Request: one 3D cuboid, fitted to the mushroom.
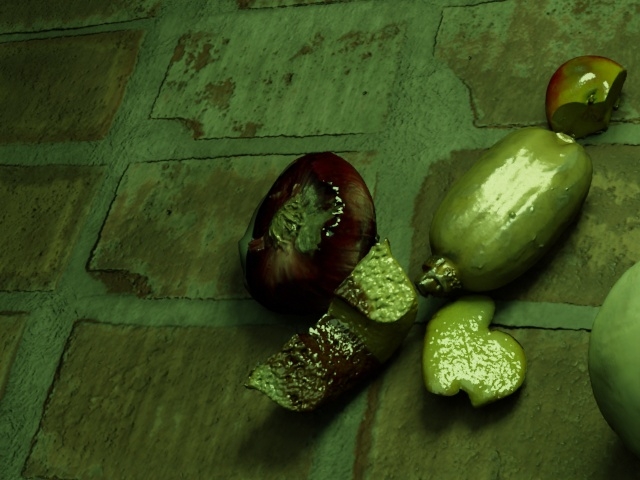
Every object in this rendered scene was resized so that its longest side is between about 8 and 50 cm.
[{"bbox_3d":[0.509,0.128,1.358,0.356,0.315,0.315,-42,51,-10],"label":"mushroom"}]

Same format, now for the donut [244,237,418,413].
[{"bbox_3d":[0.040,0.153,1.636,0.295,0.151,0.112,-44,64,-3],"label":"donut"}]

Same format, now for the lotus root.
[{"bbox_3d":[0.266,-0.030,1.660,0.169,0.151,0.342,37,75,23],"label":"lotus root"}]

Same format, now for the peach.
[{"bbox_3d":[0.419,-0.238,1.763,0.151,0.151,0.118,-22,64,7],"label":"peach"}]

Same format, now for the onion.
[{"bbox_3d":[0.000,0.000,1.748,0.272,0.195,0.272,-37,43,43],"label":"onion"}]

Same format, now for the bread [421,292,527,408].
[{"bbox_3d":[0.223,0.162,1.601,0.149,0.065,0.187,6,50,12],"label":"bread"}]
